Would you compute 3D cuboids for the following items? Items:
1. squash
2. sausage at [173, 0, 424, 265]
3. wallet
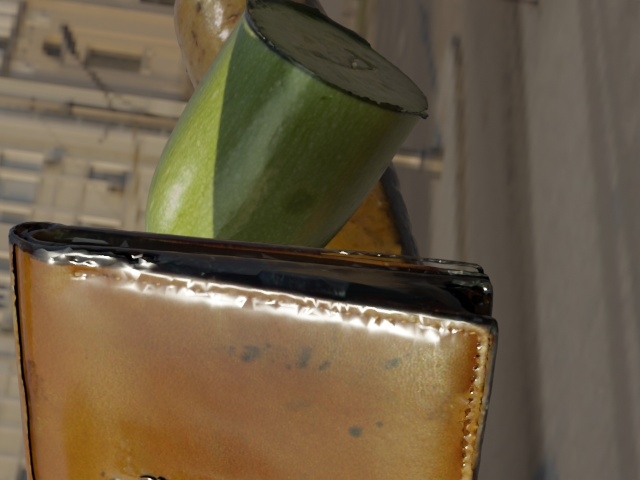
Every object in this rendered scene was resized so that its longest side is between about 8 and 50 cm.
[{"bbox_3d":[-0.037,-0.040,0.857,0.186,0.123,0.123,-53,15,24],"label":"squash"},{"bbox_3d":[0.002,-0.001,1.102,0.123,0.136,0.500,5,-117,-52],"label":"sausage"},{"bbox_3d":[-0.029,0.075,0.620,0.042,0.196,0.160,-65,-20,-62],"label":"wallet"}]
